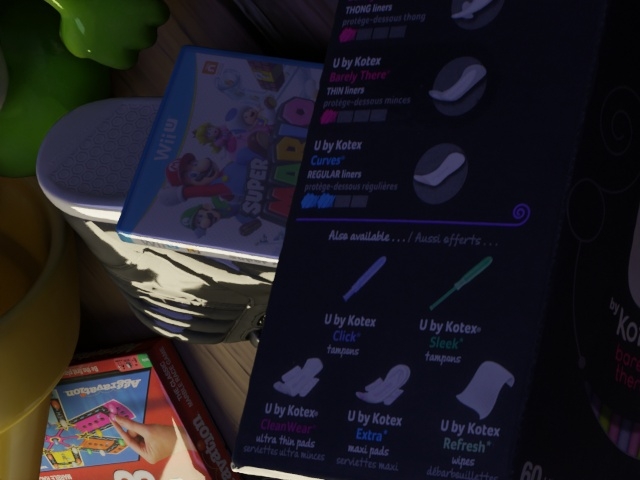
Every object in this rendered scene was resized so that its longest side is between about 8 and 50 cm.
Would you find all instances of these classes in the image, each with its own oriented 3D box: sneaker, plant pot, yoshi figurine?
[{"bbox_3d":[0.000,0.000,1.061,0.295,0.105,0.147,7,151,17],"label":"sneaker"},{"bbox_3d":[-0.278,0.093,1.234,0.254,0.254,0.239,23,133,26],"label":"plant pot"},{"bbox_3d":[-0.183,-0.173,1.067,0.203,0.203,0.362,7,117,-13],"label":"yoshi figurine"}]

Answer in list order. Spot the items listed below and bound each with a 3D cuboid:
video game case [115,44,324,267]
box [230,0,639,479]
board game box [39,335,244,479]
[{"bbox_3d":[-0.011,-0.040,0.990,0.166,0.119,0.015,9,154,17],"label":"video game case"},{"bbox_3d":[0.090,-0.007,0.817,0.143,0.270,0.165,2,164,39],"label":"box"},{"bbox_3d":[-0.174,0.150,1.352,0.281,0.027,0.145,-12,111,44],"label":"board game box"}]
